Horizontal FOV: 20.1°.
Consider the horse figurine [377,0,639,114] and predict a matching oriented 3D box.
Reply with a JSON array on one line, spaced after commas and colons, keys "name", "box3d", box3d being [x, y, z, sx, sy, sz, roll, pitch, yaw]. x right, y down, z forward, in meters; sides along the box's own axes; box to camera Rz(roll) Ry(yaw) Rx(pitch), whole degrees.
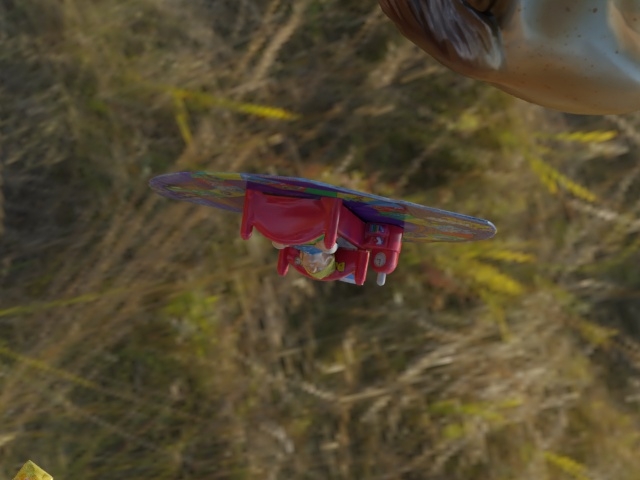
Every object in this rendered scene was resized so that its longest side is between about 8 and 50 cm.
[{"name": "horse figurine", "box3d": [0.105, -0.098, 0.528, 0.263, 0.066, 0.174, -9, 101, -28]}]

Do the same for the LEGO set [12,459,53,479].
[{"name": "LEGO set", "box3d": [-0.125, 0.127, 0.573, 0.287, 0.107, 0.132, 16, 77, -13]}]

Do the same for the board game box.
[{"name": "board game box", "box3d": [0.000, 0.000, 0.866, 0.168, 0.133, 0.033, 12, 82, -30]}]
